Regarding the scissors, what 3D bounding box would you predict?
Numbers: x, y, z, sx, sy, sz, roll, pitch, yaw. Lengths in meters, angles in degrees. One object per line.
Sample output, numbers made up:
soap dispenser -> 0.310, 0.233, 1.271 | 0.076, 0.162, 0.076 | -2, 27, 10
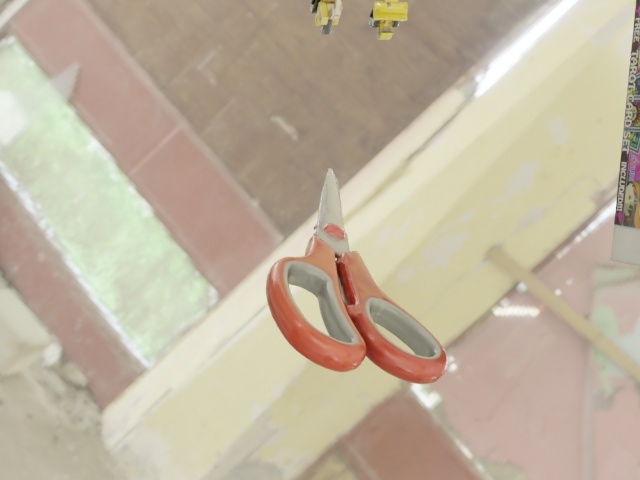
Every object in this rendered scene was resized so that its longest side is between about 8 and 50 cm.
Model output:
scissors -> 0.000, 0.000, 0.741 | 0.109, 0.021, 0.297 | 17, 24, -22

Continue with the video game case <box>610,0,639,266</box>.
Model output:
video game case -> 0.318, -0.082, 0.912 | 0.042, 0.232, 0.210 | 2, 7, -26

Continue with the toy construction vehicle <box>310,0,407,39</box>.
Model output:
toy construction vehicle -> 0.038, -0.203, 1.023 | 0.098, 0.086, 0.035 | 124, -37, -69
